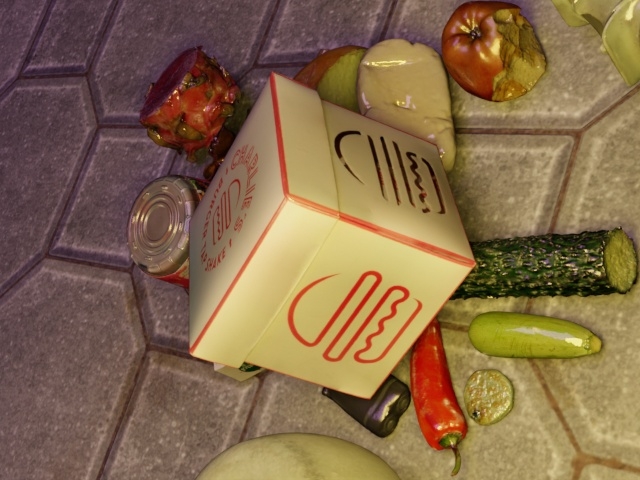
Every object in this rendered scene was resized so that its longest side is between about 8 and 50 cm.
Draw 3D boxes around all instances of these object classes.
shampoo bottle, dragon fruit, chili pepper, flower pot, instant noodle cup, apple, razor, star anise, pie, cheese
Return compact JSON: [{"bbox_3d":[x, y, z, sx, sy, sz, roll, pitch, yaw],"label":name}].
[{"bbox_3d":[-0.027,0.417,1.395,0.322,0.317,0.323,-23,51,32],"label":"shampoo bottle"},{"bbox_3d":[-0.255,-0.271,2.100,0.211,0.147,0.282,-58,26,-11],"label":"dragon fruit"},{"bbox_3d":[0.168,0.223,1.514,0.063,0.071,0.272,107,161,-47],"label":"chili pepper"},{"bbox_3d":[0.469,-0.390,1.510,0.254,0.164,0.368,-40,46,10],"label":"flower pot"},{"bbox_3d":[-0.232,-0.013,1.884,0.302,0.181,0.259,-10,74,38],"label":"instant noodle cup"},{"bbox_3d":[-0.005,-0.190,1.853,0.179,0.254,0.346,21,79,5],"label":"apple"},{"bbox_3d":[0.264,-0.306,1.650,0.147,0.158,0.156,19,85,48],"label":"apple"},{"bbox_3d":[0.068,0.232,1.602,0.148,0.054,0.090,29,85,46],"label":"razor"},{"bbox_3d":[-0.160,-0.170,2.040,0.158,0.144,0.141,3,114,50],"label":"star anise"},{"bbox_3d":[0.237,0.220,1.483,0.085,0.017,0.085,-21,55,34],"label":"pie"},{"bbox_3d":[0.140,-0.218,1.733,0.159,0.093,0.263,-2,63,2],"label":"cheese"}]

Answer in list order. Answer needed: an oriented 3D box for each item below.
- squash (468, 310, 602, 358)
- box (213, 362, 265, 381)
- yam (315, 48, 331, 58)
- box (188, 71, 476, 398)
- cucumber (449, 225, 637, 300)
[{"bbox_3d":[0.293,0.135,1.449,0.201,0.066,0.066,3,70,41],"label":"squash"},{"bbox_3d":[-0.094,0.137,1.786,0.194,0.073,0.139,-29,50,27],"label":"box"},{"bbox_3d":[-0.018,-0.302,1.995,0.032,0.032,0.145,26,87,46],"label":"yam"},{"bbox_3d":[0.000,0.000,1.523,0.312,0.300,0.314,-56,26,31],"label":"box"},{"bbox_3d":[0.271,0.041,1.503,0.359,0.096,0.096,-7,63,43],"label":"cucumber"}]
